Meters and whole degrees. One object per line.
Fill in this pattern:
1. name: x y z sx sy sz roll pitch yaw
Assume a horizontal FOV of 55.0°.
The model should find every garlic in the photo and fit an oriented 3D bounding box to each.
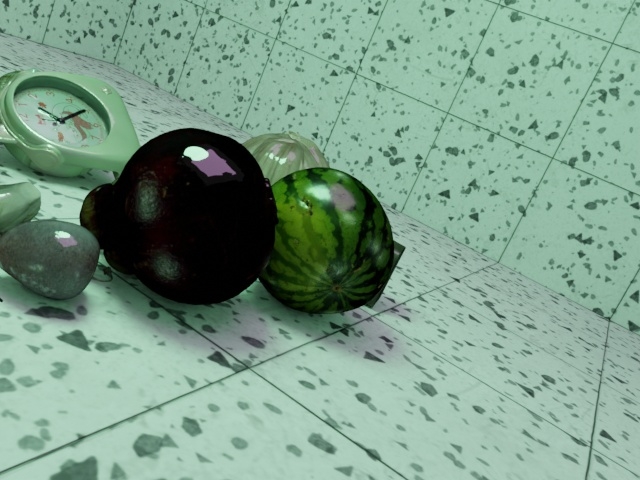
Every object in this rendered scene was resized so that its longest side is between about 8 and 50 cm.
1. garlic: -0.109 -0.185 1.767 0.317 0.260 0.317 24 9 -4

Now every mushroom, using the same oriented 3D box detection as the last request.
1. mushroom: -0.510 -0.034 0.929 0.092 0.081 0.223 4 17 3

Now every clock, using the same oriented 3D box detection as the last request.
1. clock: -0.586 -0.258 1.381 0.324 0.108 0.265 -2 58 -44

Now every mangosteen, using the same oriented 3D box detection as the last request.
1. mangosteen: -0.224 -0.043 1.007 0.313 0.297 0.297 11 17 -19

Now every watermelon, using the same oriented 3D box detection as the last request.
1. watermelon: 0.000 0.000 1.198 0.285 0.285 0.285 22 14 -6

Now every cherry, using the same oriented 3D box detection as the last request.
1. cherry: -0.388 0.023 0.893 0.148 0.115 0.188 -10 11 -18

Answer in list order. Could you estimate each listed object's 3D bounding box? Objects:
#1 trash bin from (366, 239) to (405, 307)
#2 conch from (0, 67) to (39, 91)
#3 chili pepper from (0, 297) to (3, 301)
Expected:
1. trash bin: 0.057 0.032 1.450 0.240 0.164 0.122 30 15 10
2. conch: -0.755 -0.358 1.564 0.386 0.170 0.203 33 -13 21
3. chili pepper: -0.379 0.115 0.641 0.088 0.059 0.227 20 16 -34
